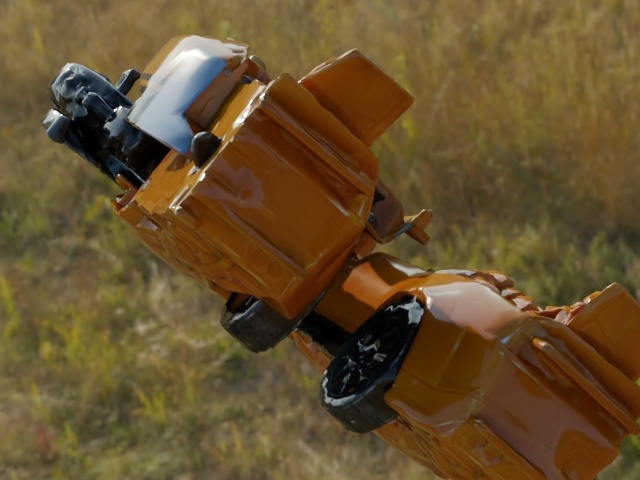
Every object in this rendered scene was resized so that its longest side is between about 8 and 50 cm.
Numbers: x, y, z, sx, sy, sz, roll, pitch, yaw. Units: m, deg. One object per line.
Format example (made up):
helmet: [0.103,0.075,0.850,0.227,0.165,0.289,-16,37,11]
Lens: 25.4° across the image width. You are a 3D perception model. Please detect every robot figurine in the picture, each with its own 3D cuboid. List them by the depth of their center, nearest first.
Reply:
robot figurine: [0.000,0.000,0.509,0.085,0.211,0.291,-50,15,-2]
